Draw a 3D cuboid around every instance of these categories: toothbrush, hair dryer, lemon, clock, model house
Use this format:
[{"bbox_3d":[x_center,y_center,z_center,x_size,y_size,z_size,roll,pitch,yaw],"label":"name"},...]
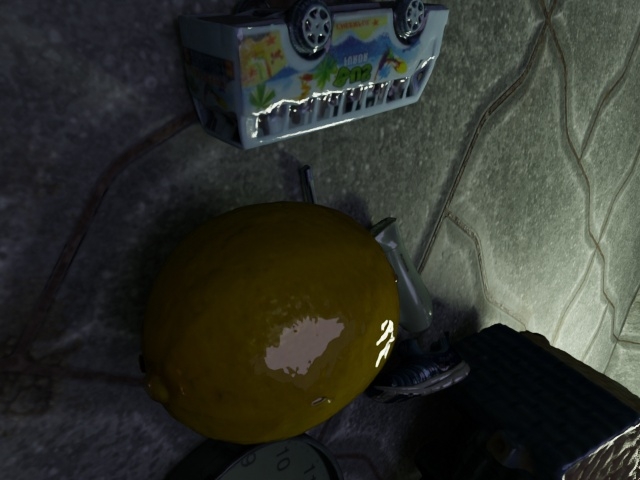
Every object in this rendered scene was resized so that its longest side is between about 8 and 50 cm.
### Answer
[{"bbox_3d":[0.000,0.000,0.633,0.016,0.019,0.219,-34,125,-35],"label":"toothbrush"},{"bbox_3d":[0.069,0.108,0.721,0.237,0.075,0.206,-39,121,-20],"label":"hair dryer"},{"bbox_3d":[-0.045,0.074,0.463,0.263,0.236,0.235,7,98,-52],"label":"lemon"},{"bbox_3d":[-0.088,0.406,0.601,0.319,0.066,0.318,0,90,-44],"label":"clock"},{"bbox_3d":[0.376,0.419,0.942,0.400,0.395,0.445,19,103,-33],"label":"model house"}]

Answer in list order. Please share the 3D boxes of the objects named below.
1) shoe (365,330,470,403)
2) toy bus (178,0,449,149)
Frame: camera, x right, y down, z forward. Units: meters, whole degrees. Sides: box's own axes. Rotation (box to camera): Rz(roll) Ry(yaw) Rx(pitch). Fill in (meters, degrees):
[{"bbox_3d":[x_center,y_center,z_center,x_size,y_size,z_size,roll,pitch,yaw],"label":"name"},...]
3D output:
[{"bbox_3d":[0.172,0.235,0.837,0.207,0.106,0.091,-14,158,-23],"label":"shoe"},{"bbox_3d":[0.013,-0.206,0.518,0.330,0.109,0.135,-26,130,-37],"label":"toy bus"}]
